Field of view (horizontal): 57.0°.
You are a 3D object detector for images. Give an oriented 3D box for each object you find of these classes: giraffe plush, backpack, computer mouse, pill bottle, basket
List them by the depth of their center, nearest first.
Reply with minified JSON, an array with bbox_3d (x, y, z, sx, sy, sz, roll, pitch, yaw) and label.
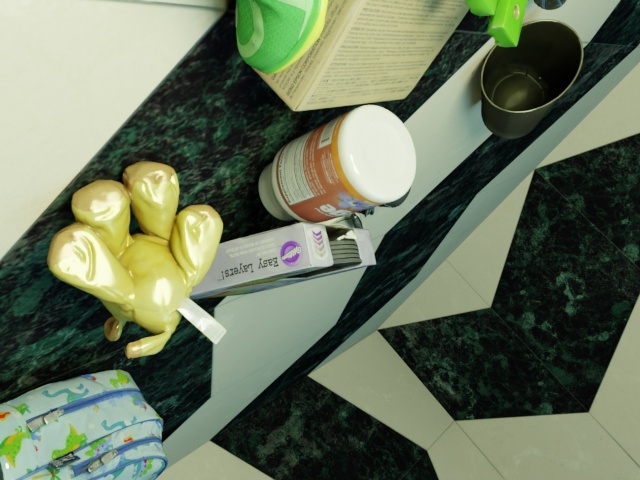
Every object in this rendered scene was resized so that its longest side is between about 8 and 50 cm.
[{"bbox_3d":[-0.211,0.034,0.678,0.181,0.210,0.170,-35,-168,-31],"label":"giraffe plush"},{"bbox_3d":[0.012,-0.089,0.780,0.121,0.121,0.216,-28,-171,-37],"label":"pill bottle"},{"bbox_3d":[-0.409,0.335,0.892,0.290,0.273,0.355,-55,172,21],"label":"backpack"},{"bbox_3d":[0.130,-0.084,1.173,0.184,0.060,0.262,-64,165,-7],"label":"computer mouse"},{"bbox_3d":[0.404,-0.303,1.189,0.204,0.154,0.227,-43,168,0],"label":"basket"}]

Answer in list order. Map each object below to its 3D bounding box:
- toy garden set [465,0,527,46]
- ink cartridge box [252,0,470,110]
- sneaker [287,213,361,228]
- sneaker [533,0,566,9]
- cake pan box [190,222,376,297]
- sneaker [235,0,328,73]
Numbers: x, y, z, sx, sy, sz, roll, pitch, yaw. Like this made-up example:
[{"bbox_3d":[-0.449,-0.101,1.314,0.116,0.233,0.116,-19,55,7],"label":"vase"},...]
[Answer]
[{"bbox_3d":[0.139,-0.326,0.540,0.244,0.049,0.204,19,83,-52],"label":"toy garden set"},{"bbox_3d":[0.062,-0.248,0.646,0.234,0.088,0.193,-21,153,-49],"label":"ink cartridge box"},{"bbox_3d":[0.000,0.000,1.128,0.225,0.093,0.088,-25,178,-42],"label":"sneaker"},{"bbox_3d":[0.403,-0.465,0.908,0.081,0.080,0.211,-51,176,-37],"label":"sneaker"},{"bbox_3d":[-0.070,0.034,0.907,0.267,0.070,0.246,-15,174,23],"label":"cake pan box"},{"bbox_3d":[-0.051,-0.241,0.428,0.123,0.109,0.295,-13,157,-14],"label":"sneaker"}]
